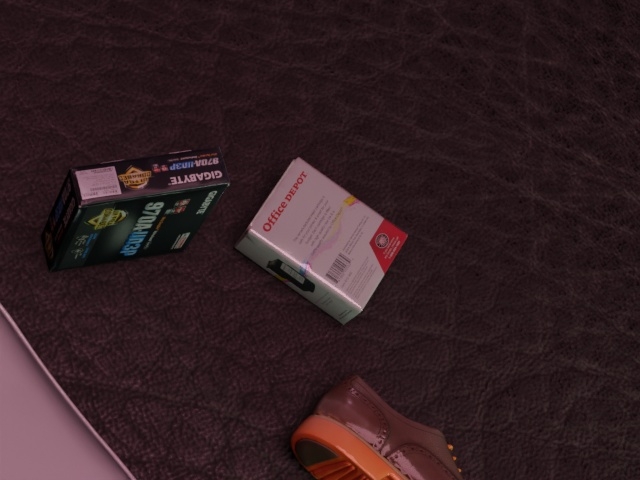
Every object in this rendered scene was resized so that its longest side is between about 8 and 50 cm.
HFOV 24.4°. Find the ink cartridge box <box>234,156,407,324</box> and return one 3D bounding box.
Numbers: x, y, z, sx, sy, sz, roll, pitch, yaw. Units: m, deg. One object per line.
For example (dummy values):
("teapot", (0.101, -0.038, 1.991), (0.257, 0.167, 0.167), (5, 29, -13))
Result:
("ink cartridge box", (0.000, 0.000, 1.853), (0.175, 0.072, 0.127), (36, 64, -5))

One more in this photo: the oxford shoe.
("oxford shoe", (0.142, 0.301, 1.774), (0.364, 0.130, 0.132), (41, 56, -4))

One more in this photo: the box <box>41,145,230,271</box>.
("box", (-0.218, -0.034, 1.705), (0.175, 0.220, 0.051), (-9, 73, -23))

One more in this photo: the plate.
("plate", (-0.366, 0.223, 1.568), (0.278, 0.045, 0.277), (-35, 98, 17))
